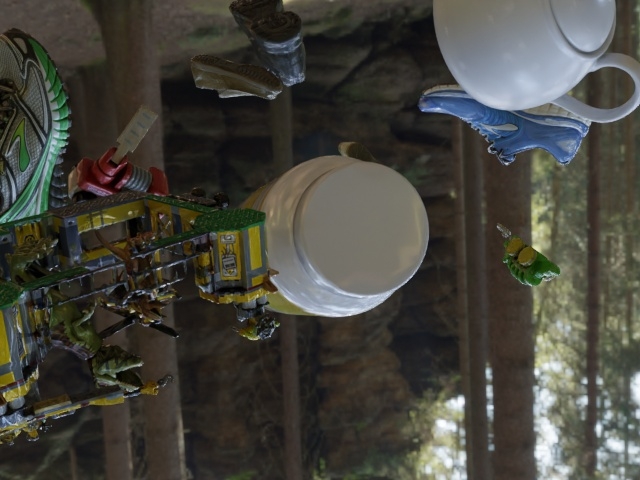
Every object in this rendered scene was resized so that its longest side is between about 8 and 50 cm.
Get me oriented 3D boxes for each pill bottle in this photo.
[{"bbox_3d":[0.000,0.000,0.954,0.188,0.187,0.334,-5,178,-17],"label":"pill bottle"}]

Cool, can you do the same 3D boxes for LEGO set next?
[{"bbox_3d":[-0.195,0.086,0.646,0.255,0.192,0.331,10,-158,34],"label":"LEGO set"}]

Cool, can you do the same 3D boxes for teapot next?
[{"bbox_3d":[0.279,-0.283,0.960,0.256,0.252,0.187,2,177,-41],"label":"teapot"}]

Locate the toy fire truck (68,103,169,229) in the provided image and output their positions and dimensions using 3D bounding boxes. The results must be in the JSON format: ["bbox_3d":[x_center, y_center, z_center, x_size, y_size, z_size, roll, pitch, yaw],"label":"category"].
[{"bbox_3d":[-0.427,-0.163,1.779,0.217,0.158,0.246,24,129,-39],"label":"toy fire truck"}]

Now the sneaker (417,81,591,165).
[{"bbox_3d":[0.340,-0.222,1.500,0.330,0.147,0.130,18,-162,19],"label":"sneaker"}]

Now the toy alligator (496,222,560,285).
[{"bbox_3d":[0.301,0.027,1.181,0.056,0.051,0.189,32,-170,-23],"label":"toy alligator"}]

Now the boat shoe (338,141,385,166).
[{"bbox_3d":[0.093,-0.144,1.588,0.153,0.056,0.048,43,170,-33],"label":"boat shoe"}]

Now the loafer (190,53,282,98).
[{"bbox_3d":[-0.127,-0.240,1.177,0.148,0.050,0.056,21,-145,12],"label":"loafer"}]

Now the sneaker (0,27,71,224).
[{"bbox_3d":[-0.480,-0.157,1.218,0.146,0.343,0.134,-9,-154,-38],"label":"sneaker"}]

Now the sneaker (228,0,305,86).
[{"bbox_3d":[-0.095,-0.377,1.445,0.109,0.130,0.286,-18,-142,-3],"label":"sneaker"}]
